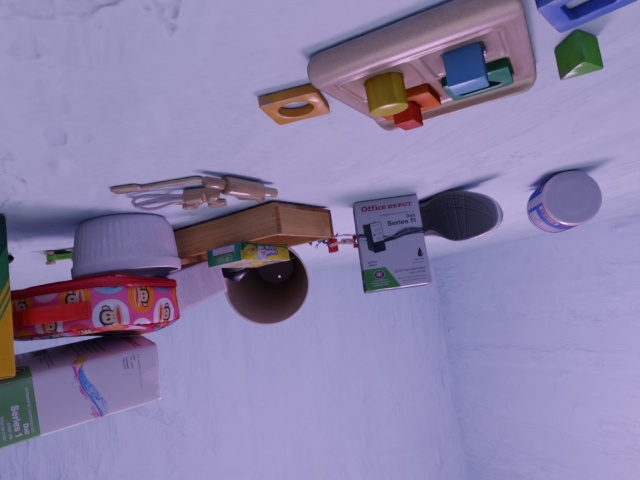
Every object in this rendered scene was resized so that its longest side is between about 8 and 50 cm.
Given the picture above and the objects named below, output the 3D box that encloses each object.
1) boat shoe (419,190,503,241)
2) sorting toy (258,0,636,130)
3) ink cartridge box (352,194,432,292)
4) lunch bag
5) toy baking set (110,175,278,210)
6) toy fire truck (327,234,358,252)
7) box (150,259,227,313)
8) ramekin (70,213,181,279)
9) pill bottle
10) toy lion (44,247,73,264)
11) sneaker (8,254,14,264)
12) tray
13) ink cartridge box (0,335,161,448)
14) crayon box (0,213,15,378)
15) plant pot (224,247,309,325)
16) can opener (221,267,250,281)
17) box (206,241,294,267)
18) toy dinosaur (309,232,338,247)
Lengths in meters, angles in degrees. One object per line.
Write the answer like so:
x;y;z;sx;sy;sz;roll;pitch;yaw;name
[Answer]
0.313;-0.056;1.189;0.103;0.118;0.320;-10;179;-30;boat shoe
0.107;-0.147;0.474;0.347;0.047;0.196;-11;172;27;sorting toy
0.162;0.009;1.139;0.153;0.208;0.087;-8;170;0;ink cartridge box
-0.452;0.135;0.952;0.293;0.120;0.258;-9;172;16;lunch bag
-0.201;-0.071;0.823;0.196;0.030;0.256;-12;172;30;toy baking set
0.111;0.003;1.684;0.135;0.047;0.192;-4;172;-18;toy fire truck
-0.331;0.111;1.161;0.130;0.091;0.170;-11;-173;32;box
-0.392;0.015;0.994;0.207;0.109;0.207;-7;173;-1;ramekin
0.566;-0.083;1.172;0.124;0.124;0.221;-9;174;9;pill bottle
-0.647;0.040;1.253;0.100;0.034;0.096;-7;180;-5;toy lion
-0.764;0.043;1.156;0.035;0.031;0.083;-26;170;25;sneaker
-0.195;-0.008;1.170;0.411;0.076;0.203;-11;172;35;tray
-0.480;0.274;0.964;0.278;0.117;0.201;-8;-175;-35;ink cartridge box
-0.600;0.128;0.816;0.202;0.319;0.081;-12;172;32;crayon box
-0.158;0.108;1.585;0.256;0.257;0.274;-8;-172;2;plant pot
-0.274;0.076;1.297;0.186;0.073;0.059;-7;-148;17;can opener
-0.149;0.034;1.090;0.105;0.043;0.179;-13;169;33;box
0.000;0.000;1.582;0.090;0.047;0.082;-15;-164;-30;toy dinosaur
